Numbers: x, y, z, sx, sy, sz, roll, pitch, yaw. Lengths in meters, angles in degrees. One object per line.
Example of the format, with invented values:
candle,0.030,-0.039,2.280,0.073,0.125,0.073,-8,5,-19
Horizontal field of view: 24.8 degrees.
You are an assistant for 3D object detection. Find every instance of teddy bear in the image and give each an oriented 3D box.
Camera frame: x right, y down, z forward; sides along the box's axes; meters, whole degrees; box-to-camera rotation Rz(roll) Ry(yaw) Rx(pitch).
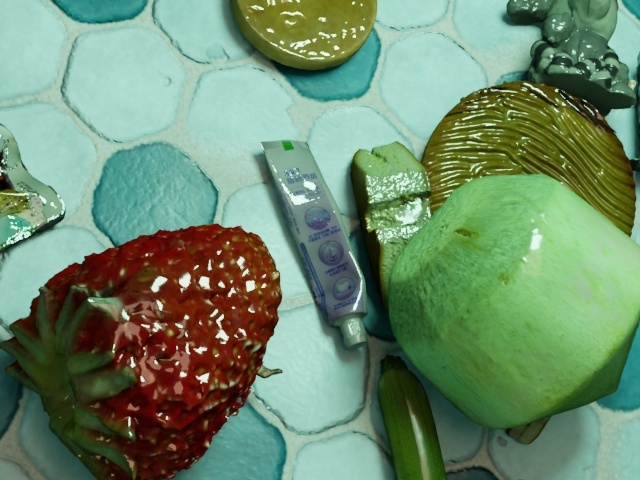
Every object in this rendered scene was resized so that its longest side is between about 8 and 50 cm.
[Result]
teddy bear,0.357,-0.302,2.096,0.171,0.144,0.251,1,66,-2

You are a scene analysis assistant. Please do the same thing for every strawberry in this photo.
strawberry,-0.171,0.125,1.707,0.343,0.292,0.292,-18,76,-36

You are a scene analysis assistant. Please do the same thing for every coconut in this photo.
coconut,0.259,0.083,1.819,0.329,0.281,0.328,3,83,-21

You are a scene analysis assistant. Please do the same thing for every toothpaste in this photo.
toothpaste,0.000,0.000,1.914,0.075,0.048,0.301,-16,73,-11

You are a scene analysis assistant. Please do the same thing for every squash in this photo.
squash,0.118,0.264,1.834,0.069,0.069,0.258,-5,72,-19

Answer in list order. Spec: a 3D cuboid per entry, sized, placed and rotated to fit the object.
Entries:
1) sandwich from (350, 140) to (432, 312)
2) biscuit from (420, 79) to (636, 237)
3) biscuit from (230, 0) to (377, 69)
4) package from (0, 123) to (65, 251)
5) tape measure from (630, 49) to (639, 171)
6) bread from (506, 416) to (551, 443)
sandwich,0.100,-0.031,1.934,0.090,0.088,0.244,-5,71,-15
biscuit,0.288,-0.067,2.007,0.318,0.040,0.317,2,79,-11
biscuit,-0.043,-0.402,2.055,0.275,0.052,0.354,-15,75,-22
package,-0.444,-0.044,1.795,0.232,0.040,0.166,-28,81,-24
tape measure,0.579,-0.193,2.121,0.275,0.147,0.256,10,65,-10
bread,0.285,0.210,1.914,0.043,0.062,0.109,28,62,-10
